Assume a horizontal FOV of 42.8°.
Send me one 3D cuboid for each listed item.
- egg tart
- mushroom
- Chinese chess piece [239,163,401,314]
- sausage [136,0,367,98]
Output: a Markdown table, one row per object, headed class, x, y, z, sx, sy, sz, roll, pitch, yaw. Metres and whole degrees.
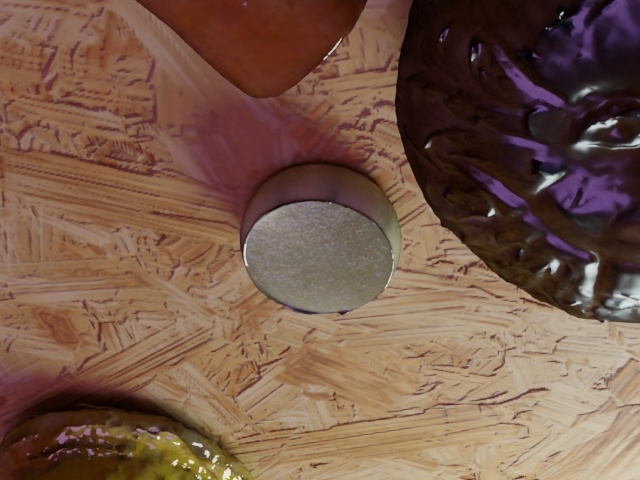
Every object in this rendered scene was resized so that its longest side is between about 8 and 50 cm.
| class | x | y | z | sx | sy | sz | roll | pitch | yaw |
| --- | --- | --- | --- | --- | --- | --- | --- | --- | --- |
| egg tart | -0.208 | 0.283 | 0.866 | 0.288 | 0.118 | 0.288 | 1 | 133 | 1 |
| mushroom | 0.179 | -0.078 | 0.441 | 0.278 | 0.163 | 0.297 | 0 | 131 | 8 |
| Chinese chess piece | 0.000 | 0.000 | 0.614 | 0.122 | 0.051 | 0.122 | 4 | 131 | 4 |
| sausage | -0.091 | -0.189 | 0.411 | 0.113 | 0.114 | 0.259 | -33 | 123 | 32 |
